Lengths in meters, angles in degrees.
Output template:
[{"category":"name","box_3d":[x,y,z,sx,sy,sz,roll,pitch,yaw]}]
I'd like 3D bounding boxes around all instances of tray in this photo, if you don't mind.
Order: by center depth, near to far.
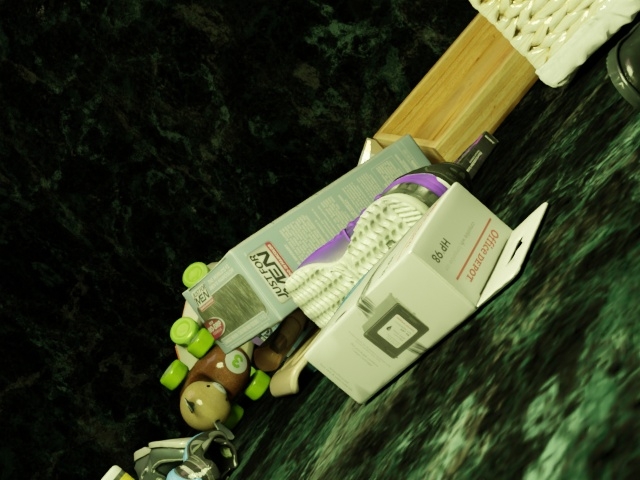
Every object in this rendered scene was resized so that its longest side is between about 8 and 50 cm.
[{"category":"tray","box_3d":[0.285,-0.294,1.322,0.411,0.076,0.203,-51,26,-7]}]

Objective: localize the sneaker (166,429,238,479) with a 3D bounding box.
[{"category":"sneaker","box_3d":[-0.136,0.281,0.986,0.078,0.067,0.188,-29,-1,2]}]

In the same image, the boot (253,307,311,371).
[{"category":"boot","box_3d":[-0.049,0.138,1.133,0.087,0.042,0.118,-47,-2,-34]}]

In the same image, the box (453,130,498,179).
[{"category":"box","box_3d":[0.174,-0.070,1.080,0.162,0.029,0.116,-52,2,-35]}]

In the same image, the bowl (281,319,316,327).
[{"category":"bowl","box_3d":[0.000,0.091,1.315,0.170,0.080,0.170,-50,1,1]}]

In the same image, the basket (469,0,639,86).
[{"category":"basket","box_3d":[0.316,-0.413,0.855,0.328,0.266,0.331,-49,2,-40]}]

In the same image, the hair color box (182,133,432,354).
[{"category":"hair color box","box_3d":[0.000,0.000,1.137,0.374,0.113,0.185,-35,-1,-36]}]

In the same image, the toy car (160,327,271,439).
[{"category":"toy car","box_3d":[-0.182,0.262,1.320,0.149,0.155,0.188,-50,10,7]}]

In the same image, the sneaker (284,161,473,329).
[{"category":"sneaker","box_3d":[0.073,0.007,0.869,0.146,0.102,0.293,-45,2,-36]}]

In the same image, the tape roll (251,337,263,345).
[{"category":"tape roll","box_3d":[-0.102,0.124,1.528,0.080,0.189,0.189,-49,1,18]}]

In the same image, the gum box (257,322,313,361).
[{"category":"gum box","box_3d":[-0.071,0.115,1.414,0.041,0.157,0.184,-49,0,30]}]

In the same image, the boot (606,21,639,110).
[{"category":"boot","box_3d":[0.231,-0.138,0.473,0.099,0.045,0.121,-44,4,46]}]

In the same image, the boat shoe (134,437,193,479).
[{"category":"boat shoe","box_3d":[-0.299,0.455,1.571,0.319,0.116,0.099,-37,54,56]}]

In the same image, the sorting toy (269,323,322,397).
[{"category":"sorting toy","box_3d":[0.009,0.124,1.065,0.208,0.038,0.193,-55,2,-17]}]

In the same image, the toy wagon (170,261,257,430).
[{"category":"toy wagon","box_3d":[-0.209,0.216,1.571,0.068,0.267,0.344,-7,57,24]}]

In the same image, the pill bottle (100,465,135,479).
[{"category":"pill bottle","box_3d":[-0.175,0.278,0.754,0.065,0.116,0.065,-49,0,0]}]

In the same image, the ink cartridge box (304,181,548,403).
[{"category":"ink cartridge box","box_3d":[0.074,0.029,0.568,0.180,0.060,0.104,-49,0,40]}]

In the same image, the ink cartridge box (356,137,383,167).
[{"category":"ink cartridge box","box_3d":[0.108,-0.105,1.749,0.193,0.088,0.234,-42,-29,-85]}]
